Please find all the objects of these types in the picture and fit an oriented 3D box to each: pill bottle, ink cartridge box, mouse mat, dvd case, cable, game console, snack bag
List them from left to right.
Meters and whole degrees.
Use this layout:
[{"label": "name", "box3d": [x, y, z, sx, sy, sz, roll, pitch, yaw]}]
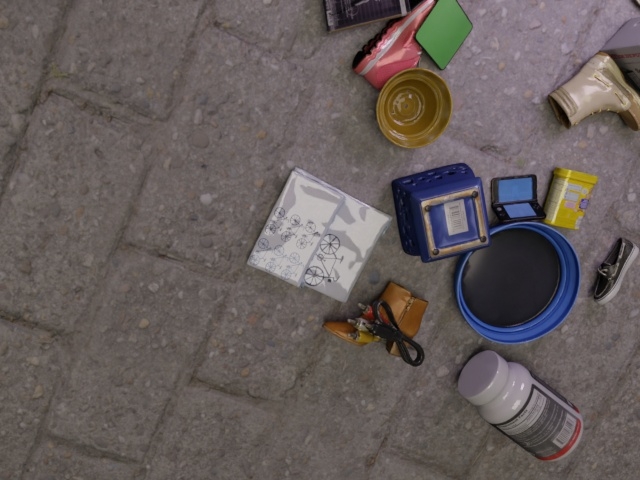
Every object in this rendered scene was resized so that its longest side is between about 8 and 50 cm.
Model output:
[{"label": "snack bag", "box3d": [0.000, 0.000, 1.706, 0.342, 0.037, 0.323, 26, 99, -12]}, {"label": "dvd case", "box3d": [0.115, -0.645, 1.514, 0.221, 0.018, 0.165, -10, 80, 11]}, {"label": "cable", "box3d": [0.205, 0.270, 1.706, 0.287, 0.072, 0.139, 32, 74, -32]}, {"label": "mouse mat", "box3d": [0.336, -0.566, 1.561, 0.189, 0.007, 0.153, 25, 102, -50]}, {"label": "pill bottle", "box3d": [0.622, 0.513, 1.808, 0.363, 0.210, 0.210, 37, 97, -13]}, {"label": "game console", "box3d": [0.591, -0.124, 1.717, 0.144, 0.124, 0.085, -6, 131, -4]}, {"label": "ink cartridge box", "box3d": [0.955, -0.477, 1.604, 0.289, 0.211, 0.121, 42, 97, -13]}]

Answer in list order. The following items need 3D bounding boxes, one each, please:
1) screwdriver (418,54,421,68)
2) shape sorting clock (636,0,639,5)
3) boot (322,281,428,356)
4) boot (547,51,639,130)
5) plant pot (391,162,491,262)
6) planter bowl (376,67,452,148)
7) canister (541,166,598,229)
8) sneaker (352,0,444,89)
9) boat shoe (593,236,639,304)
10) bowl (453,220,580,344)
[{"label": "screwdriver", "box3d": [0.278, -0.523, 1.615, 0.025, 0.024, 0.170, 1, 104, -36]}, {"label": "shape sorting clock", "box3d": [0.970, -0.748, 1.627, 0.206, 0.040, 0.206, -1, 104, -6]}, {"label": "boot", "box3d": [0.169, 0.220, 1.753, 0.295, 0.104, 0.211, 19, 96, -15]}, {"label": "boot", "box3d": [0.802, -0.379, 1.669, 0.203, 0.095, 0.262, -40, 103, 4]}, {"label": "plant pot", "box3d": [0.349, -0.074, 1.635, 0.236, 0.212, 0.236, -13, 105, -2]}, {"label": "planter bowl", "box3d": [0.250, -0.371, 1.611, 0.217, 0.090, 0.217, -3, 108, -9]}, {"label": "canister", "box3d": [0.745, -0.125, 1.737, 0.126, 0.073, 0.170, 11, 103, -9]}, {"label": "sneaker", "box3d": [0.234, -0.545, 1.576, 0.314, 0.116, 0.136, -43, 114, 12]}, {"label": "boat shoe", "box3d": [0.908, 0.094, 1.810, 0.070, 0.078, 0.219, 28, 91, -12]}, {"label": "bowl", "box3d": [0.600, 0.126, 1.780, 0.391, 0.077, 0.391, -1, 104, -5]}]
